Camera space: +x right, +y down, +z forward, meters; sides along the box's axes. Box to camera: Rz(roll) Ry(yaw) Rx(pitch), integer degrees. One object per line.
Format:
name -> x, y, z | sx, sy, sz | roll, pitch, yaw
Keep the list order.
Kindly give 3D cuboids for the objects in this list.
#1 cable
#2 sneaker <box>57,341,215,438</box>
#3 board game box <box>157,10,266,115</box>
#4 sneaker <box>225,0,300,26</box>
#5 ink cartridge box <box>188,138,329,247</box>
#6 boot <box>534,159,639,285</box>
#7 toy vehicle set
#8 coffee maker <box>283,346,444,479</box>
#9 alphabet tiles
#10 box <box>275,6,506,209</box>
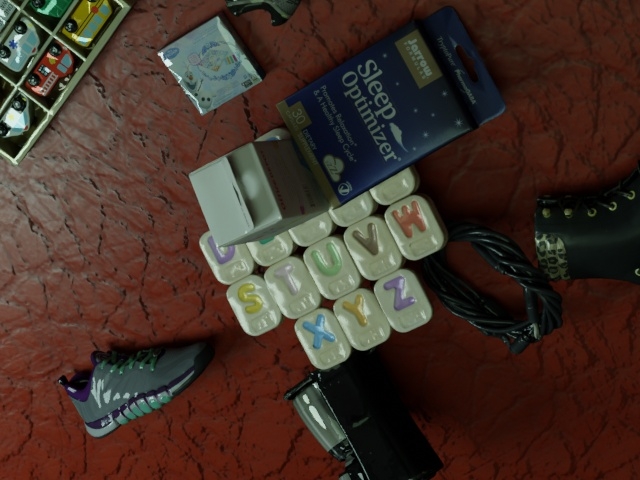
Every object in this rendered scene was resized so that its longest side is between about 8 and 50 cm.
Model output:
cable -> 0.192, 0.048, 1.725 | 0.184, 0.047, 0.150 | 47, 149, -1
sneaker -> -0.238, 0.169, 1.905 | 0.223, 0.083, 0.098 | -32, 102, 27
board game box -> -0.123, -0.200, 1.708 | 0.090, 0.020, 0.090 | -27, 110, 25
sneaker -> -0.096, -0.282, 1.631 | 0.170, 0.063, 0.075 | 21, 115, -4
ink cartridge box -> -0.071, -0.053, 1.665 | 0.090, 0.143, 0.092 | -25, 84, 25
boot -> 0.322, -0.048, 1.649 | 0.178, 0.085, 0.236 | 0, 119, 16
toy vehicle set -> -0.347, -0.231, 1.735 | 0.166, 0.035, 0.267 | 37, 120, -8
coffee maker -> 0.066, 0.218, 1.800 | 0.171, 0.120, 0.178 | -42, 74, 39
alphabet tiles -> 0.000, 0.000, 1.738 | 0.284, 0.021, 0.278 | -26, 90, 25
box -> 0.076, -0.146, 1.651 | 0.225, 0.036, 0.136 | -30, 87, 21
